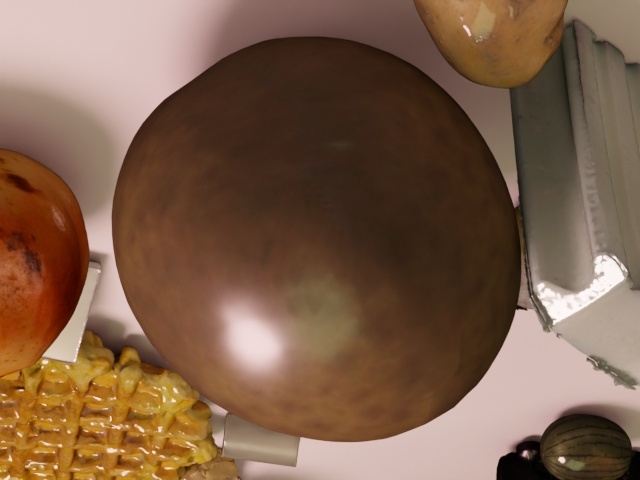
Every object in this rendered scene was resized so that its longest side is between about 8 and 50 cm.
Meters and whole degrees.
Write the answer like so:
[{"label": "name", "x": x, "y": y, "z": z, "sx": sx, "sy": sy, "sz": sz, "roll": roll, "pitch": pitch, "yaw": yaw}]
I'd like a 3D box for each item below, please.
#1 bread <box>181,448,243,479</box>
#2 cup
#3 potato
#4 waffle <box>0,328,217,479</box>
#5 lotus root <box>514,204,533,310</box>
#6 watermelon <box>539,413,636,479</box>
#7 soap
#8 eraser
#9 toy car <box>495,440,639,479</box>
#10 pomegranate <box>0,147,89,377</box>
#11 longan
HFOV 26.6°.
[{"label": "bread", "x": -0.136, "y": 0.283, "z": 1.561, "sx": 0.072, "sy": 0.053, "sz": 0.106, "roll": -12, "pitch": 147, "yaw": -24}, {"label": "cup", "x": -0.065, "y": 0.215, "z": 1.492, "sx": 0.083, "sy": 0.075, "sz": 0.054, "roll": 7, "pitch": 102, "yaw": -4}, {"label": "potato", "x": 0.127, "y": -0.177, "z": 0.994, "sx": 0.112, "sy": 0.112, "sz": 0.147, "roll": -21, "pitch": 140, "yaw": 22}, {"label": "waffle", "x": -0.276, "y": 0.193, "z": 1.440, "sx": 0.325, "sy": 0.068, "sz": 0.302, "roll": -25, "pitch": 134, "yaw": 23}, {"label": "lotus root", "x": 0.198, "y": 0.022, "z": 1.246, "sx": 0.088, "sy": 0.088, "sz": 0.165, "roll": -2, "pitch": 149, "yaw": 1}, {"label": "watermelon", "x": 0.294, "y": 0.230, "z": 1.488, "sx": 0.111, "sy": 0.078, "sz": 0.078, "roll": 8, "pitch": 139, "yaw": -19}, {"label": "soap", "x": 0.224, "y": -0.026, "z": 1.051, "sx": 0.150, "sy": 0.261, "sz": 0.094, "roll": 29, "pitch": 134, "yaw": -30}, {"label": "eraser", "x": -0.291, "y": 0.054, "z": 1.273, "sx": 0.150, "sy": 0.023, "sz": 0.103, "roll": 14, "pitch": 106, "yaw": -16}, {"label": "toy car", "x": 0.290, "y": 0.297, "z": 1.559, "sx": 0.210, "sy": 0.089, "sz": 0.108, "roll": 7, "pitch": 147, "yaw": -14}, {"label": "pomegranate", "x": -0.297, "y": 0.020, "z": 1.139, "sx": 0.209, "sy": 0.209, "sz": 0.209, "roll": -1, "pitch": 139, "yaw": -1}, {"label": "longan", "x": 0.000, "y": 0.000, "z": 1.034, "sx": 0.319, "sy": 0.318, "sz": 0.319, "roll": -1, "pitch": 139, "yaw": -1}]
